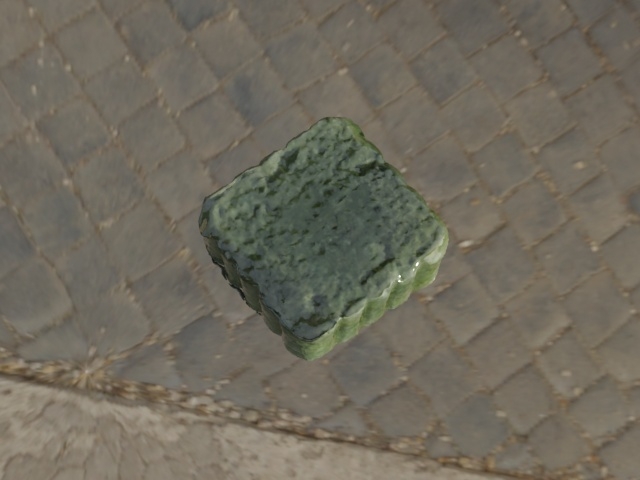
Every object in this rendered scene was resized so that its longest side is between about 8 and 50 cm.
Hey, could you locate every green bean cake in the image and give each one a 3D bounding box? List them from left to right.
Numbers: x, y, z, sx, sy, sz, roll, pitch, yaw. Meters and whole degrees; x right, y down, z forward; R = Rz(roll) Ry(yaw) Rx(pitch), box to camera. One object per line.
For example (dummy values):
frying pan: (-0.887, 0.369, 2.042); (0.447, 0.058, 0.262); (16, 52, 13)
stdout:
green bean cake: (0.000, 0.000, 1.264); (0.185, 0.094, 0.183); (-34, 71, -18)
